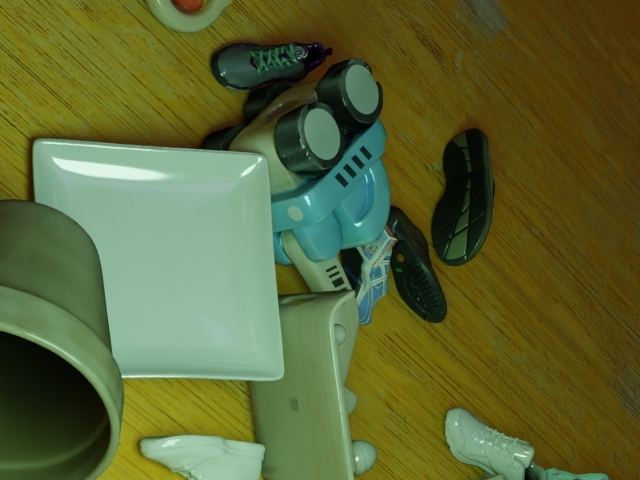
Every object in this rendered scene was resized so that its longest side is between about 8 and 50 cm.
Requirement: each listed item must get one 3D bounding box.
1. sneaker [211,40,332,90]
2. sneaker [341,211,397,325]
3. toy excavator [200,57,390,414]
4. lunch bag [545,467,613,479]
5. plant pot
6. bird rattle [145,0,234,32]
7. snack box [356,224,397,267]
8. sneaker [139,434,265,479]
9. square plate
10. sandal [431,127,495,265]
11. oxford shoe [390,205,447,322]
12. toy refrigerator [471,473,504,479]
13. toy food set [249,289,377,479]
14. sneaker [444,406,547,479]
[{"bbox_3d":[-0.081,-0.308,2.062,0.224,0.098,0.083,-15,84,-48],"label":"sneaker"},{"bbox_3d":[0.079,0.046,2.082,0.081,0.080,0.211,43,64,-39],"label":"sneaker"},{"bbox_3d":[0.000,0.000,1.947,0.445,0.222,0.433,60,43,-20],"label":"toy excavator"},{"bbox_3d":[0.472,0.562,2.167,0.223,0.160,0.262,34,64,-39],"label":"lunch bag"},{"bbox_3d":[-0.378,0.111,1.456,0.323,0.323,0.280,39,31,-27],"label":"plant pot"},{"bbox_3d":[-0.223,-0.431,1.962,0.253,0.143,0.207,-45,122,-43],"label":"bird rattle"},{"bbox_3d":[0.066,-0.037,2.054,0.022,0.064,0.178,16,31,-40],"label":"snack box"},{"bbox_3d":[-0.161,0.321,1.722,0.212,0.080,0.094,17,73,-41],"label":"sneaker"},{"bbox_3d":[-0.230,0.032,1.725,0.344,0.049,0.347,3,69,-21],"label":"square plate"},{"bbox_3d":[0.287,-0.080,2.327,0.086,0.120,0.302,46,44,-40],"label":"sandal"},{"bbox_3d":[0.171,0.037,2.176,0.096,0.083,0.227,-30,95,-50],"label":"oxford shoe"},{"bbox_3d":[0.287,0.537,2.058,0.102,0.094,0.269,-5,77,-47],"label":"toy refrigerator"},{"bbox_3d":[-0.002,0.226,1.766,0.092,0.220,0.306,-8,91,-36],"label":"toy food set"},{"bbox_3d":[0.313,0.361,2.147,0.232,0.115,0.090,43,47,-24],"label":"sneaker"}]
